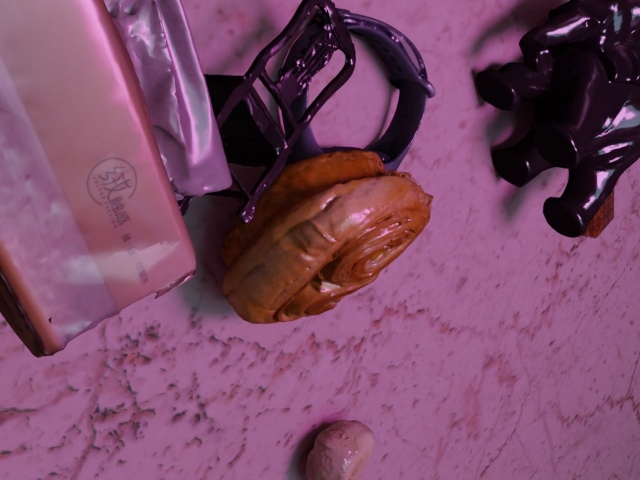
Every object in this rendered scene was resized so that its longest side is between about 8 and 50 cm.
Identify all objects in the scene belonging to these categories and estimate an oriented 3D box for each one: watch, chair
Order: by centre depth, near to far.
[{"bbox_3d":[-0.072,-0.136,0.795,0.229,0.113,0.106,-58,138,-27],"label":"chair"},{"bbox_3d":[0.045,-0.162,0.932,0.206,0.068,0.193,-5,111,-42],"label":"watch"}]

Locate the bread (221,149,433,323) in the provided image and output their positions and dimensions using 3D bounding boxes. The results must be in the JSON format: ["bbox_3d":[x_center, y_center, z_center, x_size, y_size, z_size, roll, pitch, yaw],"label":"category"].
[{"bbox_3d":[-0.002,0.001,0.858,0.198,0.120,0.236,-12,155,-43],"label":"bread"}]

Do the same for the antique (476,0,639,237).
[{"bbox_3d":[0.376,-0.202,1.171,0.255,0.185,0.322,-41,132,-17],"label":"antique"}]

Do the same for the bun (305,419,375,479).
[{"bbox_3d":[0.022,0.292,1.093,0.115,0.069,0.115,-46,154,-31],"label":"bun"}]

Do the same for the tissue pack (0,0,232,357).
[{"bbox_3d":[-0.195,-0.120,0.579,0.238,0.238,0.305,-37,129,-29],"label":"tissue pack"}]

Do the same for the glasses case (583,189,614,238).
[{"bbox_3d":[0.465,-0.116,1.386,0.075,0.049,0.218,-39,131,-36],"label":"glasses case"}]
